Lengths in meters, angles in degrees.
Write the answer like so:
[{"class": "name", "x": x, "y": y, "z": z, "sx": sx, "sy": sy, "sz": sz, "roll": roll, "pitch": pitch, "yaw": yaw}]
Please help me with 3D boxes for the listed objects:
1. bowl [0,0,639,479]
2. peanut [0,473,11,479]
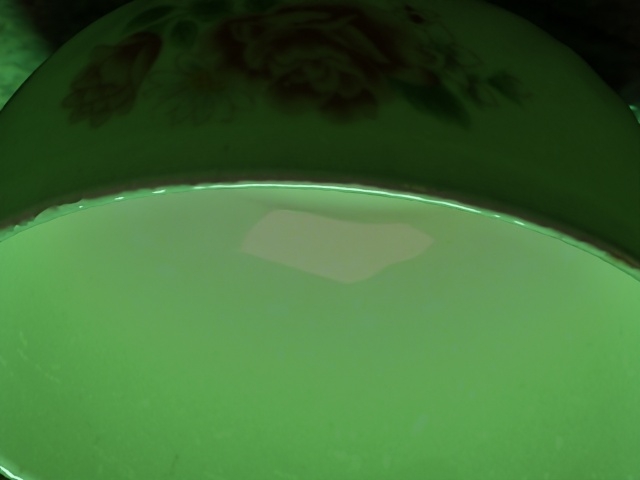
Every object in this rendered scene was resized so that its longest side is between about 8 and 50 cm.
[{"class": "bowl", "x": 0.000, "y": 0.000, "z": 0.603, "sx": 0.277, "sy": 0.145, "sz": 0.277, "roll": 2, "pitch": 150, "yaw": 1}, {"class": "peanut", "x": -0.094, "y": 0.176, "z": 0.907, "sx": 0.318, "sy": 0.148, "sz": 0.147, "roll": -3, "pitch": 148, "yaw": 15}]
